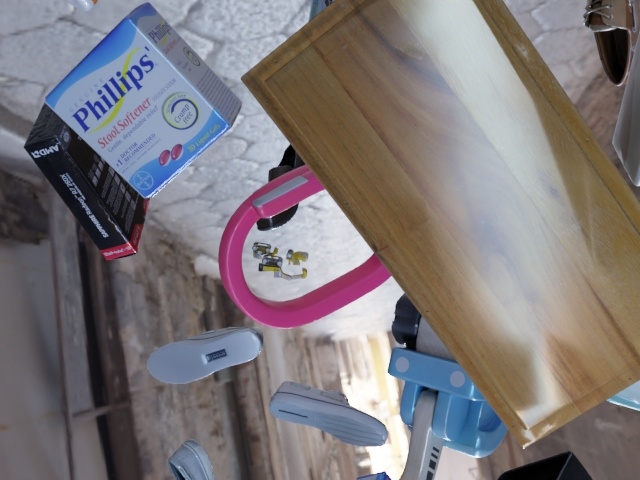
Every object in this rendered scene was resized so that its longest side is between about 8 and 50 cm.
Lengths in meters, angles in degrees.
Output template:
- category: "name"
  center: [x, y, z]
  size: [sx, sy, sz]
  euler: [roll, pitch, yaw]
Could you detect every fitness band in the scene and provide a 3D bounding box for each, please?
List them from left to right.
- category: "fitness band"
  center: [0.000, 0.000, 1.014]
  size: [0.290, 0.209, 0.054]
  euler: [-26, -149, -17]

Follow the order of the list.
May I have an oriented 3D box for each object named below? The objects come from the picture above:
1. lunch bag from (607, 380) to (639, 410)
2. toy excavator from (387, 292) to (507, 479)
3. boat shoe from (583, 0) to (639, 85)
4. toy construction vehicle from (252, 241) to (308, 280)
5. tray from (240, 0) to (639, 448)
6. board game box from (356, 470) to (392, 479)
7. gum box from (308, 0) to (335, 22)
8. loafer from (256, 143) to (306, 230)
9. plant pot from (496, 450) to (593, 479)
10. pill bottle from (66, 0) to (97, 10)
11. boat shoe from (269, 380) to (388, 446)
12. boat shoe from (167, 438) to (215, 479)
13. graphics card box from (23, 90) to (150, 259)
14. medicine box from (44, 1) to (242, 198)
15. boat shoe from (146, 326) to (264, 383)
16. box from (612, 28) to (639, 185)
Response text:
- category: "lunch bag"
  center: [0.491, 0.129, 1.040]
  size: [0.262, 0.224, 0.160]
  euler: [20, -162, 8]
- category: "toy excavator"
  center: [0.207, 0.318, 1.285]
  size: [0.222, 0.446, 0.433]
  euler: [8, 175, 37]
- category: "boat shoe"
  center: [0.575, -0.450, 1.437]
  size: [0.116, 0.324, 0.123]
  euler: [-34, -158, -14]
- category: "toy construction vehicle"
  center: [-0.070, 0.037, 1.249]
  size: [0.098, 0.035, 0.086]
  euler: [9, -163, -4]
- category: "tray"
  center: [0.140, -0.037, 0.639]
  size: [0.202, 0.411, 0.076]
  euler: [-36, -172, 13]
- category: "board game box"
  center: [0.171, 0.696, 1.555]
  size: [0.078, 0.347, 0.233]
  euler: [-24, -159, 29]
- category: "gum box"
  center: [0.026, -0.427, 1.444]
  size: [0.041, 0.184, 0.157]
  euler: [-7, 144, -16]
- category: "loafer"
  center: [-0.082, -0.109, 1.463]
  size: [0.080, 0.220, 0.078]
  euler: [-10, 131, 33]
- category: "plant pot"
  center: [0.344, 0.460, 1.115]
  size: [0.188, 0.167, 0.187]
  euler: [-43, 176, -35]
- category: "pill bottle"
  center: [-0.376, -0.509, 1.245]
  size: [0.221, 0.121, 0.121]
  euler: [-55, 174, -6]
- category: "boat shoe"
  center: [0.021, 0.308, 1.365]
  size: [0.226, 0.076, 0.083]
  euler: [17, 132, 9]
- category: "boat shoe"
  center: [-0.248, 0.505, 1.469]
  size: [0.079, 0.228, 0.081]
  euler: [8, -150, 46]
- category: "graphics card box"
  center: [-0.544, -0.160, 1.778]
  size: [0.094, 0.233, 0.371]
  euler: [-13, 132, 11]
- category: "medicine box"
  center: [-0.360, -0.286, 1.532]
  size: [0.263, 0.289, 0.149]
  euler: [-36, -159, 21]
- category: "boat shoe"
  center: [-0.255, 0.249, 1.671]
  size: [0.267, 0.096, 0.088]
  euler: [-20, -176, 7]
- category: "box"
  center: [0.547, -0.240, 1.092]
  size: [0.147, 0.121, 0.311]
  euler: [-3, 133, 1]
